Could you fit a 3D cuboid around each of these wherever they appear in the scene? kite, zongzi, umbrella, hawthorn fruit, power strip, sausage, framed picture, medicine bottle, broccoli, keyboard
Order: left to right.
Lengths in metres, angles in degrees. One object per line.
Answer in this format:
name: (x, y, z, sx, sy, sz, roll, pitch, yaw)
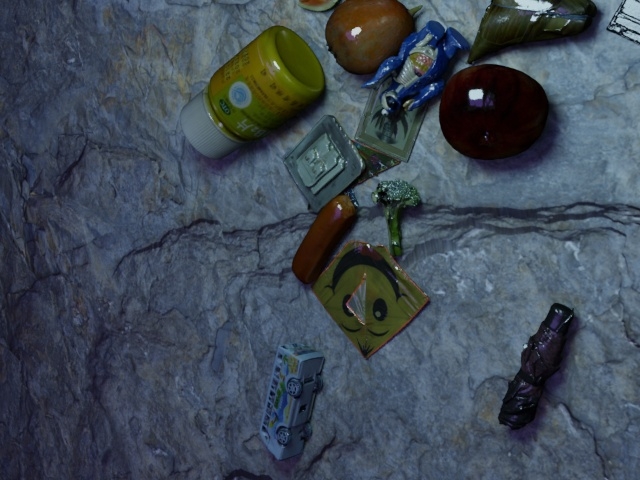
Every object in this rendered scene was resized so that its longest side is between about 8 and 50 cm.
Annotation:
medicine bottle: (-0.195, -0.391, 1.842, 0.384, 0.224, 0.224, -28, 80, 33)
power strip: (-0.003, -0.207, 1.817, 0.213, 0.064, 0.198, -44, 69, 30)
sausage: (0.000, 0.000, 1.839, 0.089, 0.083, 0.300, 42, 120, 18)
kite: (0.063, -0.202, 1.822, 0.321, 0.016, 0.233, -26, 80, 32)
kite: (0.125, 0.164, 1.821, 0.378, 0.013, 0.327, 6, 99, 34)
hawthorn fruit: (0.136, -0.512, 1.644, 0.251, 0.199, 0.199, -24, 81, 4)
broccoli: (0.189, -0.058, 1.713, 0.122, 0.118, 0.204, 1, 115, 4)
framed picture: (0.190, -0.338, 1.720, 0.173, 0.010, 0.231, 28, 110, 28)
zongzi: (0.454, -0.453, 1.479, 0.221, 0.112, 0.242, 36, 124, 23)
umbrella: (0.496, 0.292, 1.545, 0.090, 0.094, 0.326, 23, 109, 15)
keyboard: (0.712, -0.414, 1.360, 0.250, 0.017, 0.087, 38, 116, 25)

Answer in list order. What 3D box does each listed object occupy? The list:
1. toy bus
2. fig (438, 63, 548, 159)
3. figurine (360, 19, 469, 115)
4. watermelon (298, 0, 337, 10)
toy bus: (-0.088, 0.464, 1.949, 0.136, 0.109, 0.329, 25, 109, 39)
fig: (0.378, -0.290, 1.484, 0.235, 0.235, 0.214, 29, 73, 28)
figurine: (0.225, -0.410, 1.609, 0.262, 0.164, 0.120, -37, 36, 28)
watermelon: (-0.011, -0.678, 1.766, 0.125, 0.094, 0.135, 12, 98, 40)
